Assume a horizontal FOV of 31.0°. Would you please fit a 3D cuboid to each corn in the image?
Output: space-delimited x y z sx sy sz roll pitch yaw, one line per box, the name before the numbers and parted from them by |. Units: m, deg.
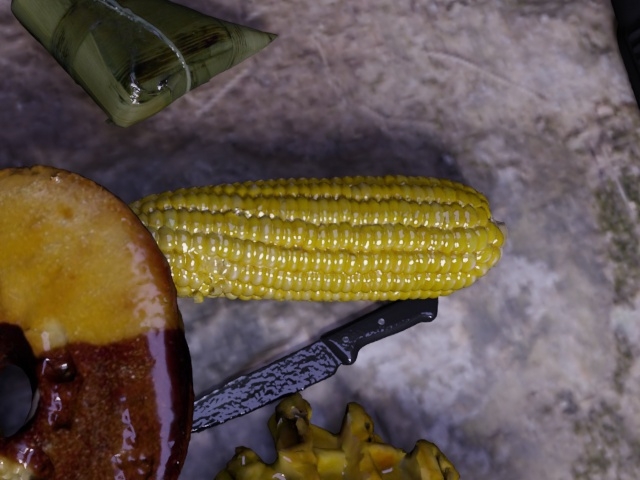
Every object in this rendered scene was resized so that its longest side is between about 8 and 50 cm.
corn | 0.000 0.000 0.600 0.206 0.067 0.067 -2 76 -15

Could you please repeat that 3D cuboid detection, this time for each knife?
knife | -0.008 0.066 0.611 0.170 0.010 0.023 -24 77 -17

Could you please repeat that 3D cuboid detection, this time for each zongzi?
zongzi | -0.095 -0.123 0.622 0.113 0.052 0.104 -36 81 -33

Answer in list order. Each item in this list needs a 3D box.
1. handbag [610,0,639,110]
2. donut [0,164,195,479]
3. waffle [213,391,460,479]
handbag | 0.309 -0.067 0.689 0.244 0.088 0.275 -16 77 -20
donut | -0.132 0.063 0.524 0.166 0.073 0.184 -21 74 5
waffle | 0.024 0.174 0.506 0.231 0.051 0.228 23 38 19
